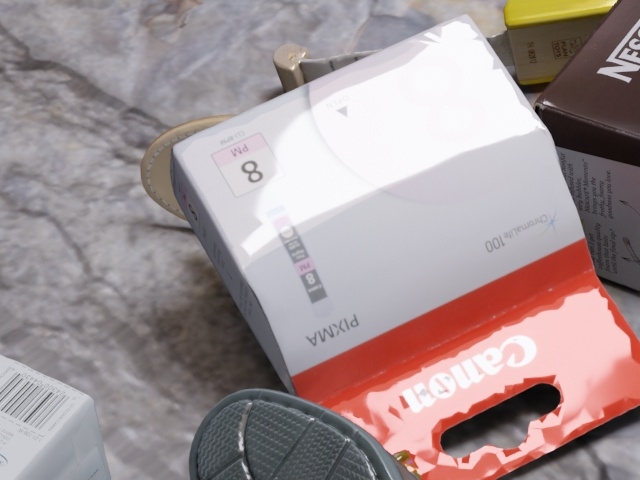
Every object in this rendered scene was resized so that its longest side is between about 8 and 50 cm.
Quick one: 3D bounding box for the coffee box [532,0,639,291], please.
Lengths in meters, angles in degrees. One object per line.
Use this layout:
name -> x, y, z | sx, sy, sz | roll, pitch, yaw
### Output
coffee box -> 0.285, -0.035, 1.105 | 0.297, 0.119, 0.168 | 20, 48, 24

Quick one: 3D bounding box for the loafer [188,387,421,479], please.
loafer -> 0.044, 0.165, 0.951 | 0.267, 0.084, 0.096 | 32, 87, 37

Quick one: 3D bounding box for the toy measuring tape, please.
toy measuring tape -> 0.133, -0.163, 1.269 | 0.330, 0.121, 0.121 | -8, 42, 8

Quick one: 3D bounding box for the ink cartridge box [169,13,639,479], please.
ink cartridge box -> 0.054, 0.012, 1.052 | 0.189, 0.066, 0.232 | -25, 64, -15

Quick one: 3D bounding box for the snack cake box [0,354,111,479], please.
snack cake box -> -0.257, 0.108, 1.012 | 0.264, 0.089, 0.152 | 22, 50, 26

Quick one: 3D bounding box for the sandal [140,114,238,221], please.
sandal -> 0.000, -0.005, 1.117 | 0.240, 0.088, 0.079 | 12, 39, 10
